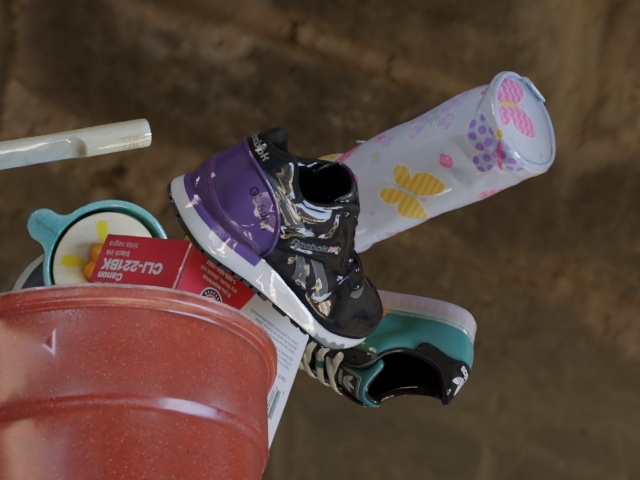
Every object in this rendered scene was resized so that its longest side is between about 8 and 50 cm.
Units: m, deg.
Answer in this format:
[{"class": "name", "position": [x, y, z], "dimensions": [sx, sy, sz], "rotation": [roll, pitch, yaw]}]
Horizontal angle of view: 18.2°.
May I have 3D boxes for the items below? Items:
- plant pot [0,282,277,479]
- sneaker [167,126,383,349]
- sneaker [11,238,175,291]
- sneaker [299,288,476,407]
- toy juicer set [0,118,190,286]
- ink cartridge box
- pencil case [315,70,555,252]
[{"class": "plant pot", "position": [-0.143, 0.205, 1.187], "dimensions": [0.272, 0.265, 0.272], "rotation": [-7, -28, -4]}, {"class": "sneaker", "position": [0.000, 0.000, 1.728], "dimensions": [0.283, 0.124, 0.107], "rotation": [37, 24, -50]}, {"class": "sneaker", "position": [-0.262, 0.051, 2.280], "dimensions": [0.118, 0.222, 0.083], "rotation": [8, -48, 32]}, {"class": "sneaker", "position": [0.026, 0.124, 2.314], "dimensions": [0.302, 0.121, 0.108], "rotation": [5, -41, 9]}, {"class": "toy juicer set", "position": [-0.187, 0.004, 2.013], "dimensions": [0.329, 0.209, 0.089], "rotation": [64, -16, -22]}, {"class": "ink cartridge box", "position": [-0.142, 0.159, 1.785], "dimensions": [0.114, 0.273, 0.197], "rotation": [4, -24, 37]}, {"class": "pencil case", "position": [0.113, -0.080, 2.093], "dimensions": [0.273, 0.124, 0.113], "rotation": [-23, -69, 34]}]
